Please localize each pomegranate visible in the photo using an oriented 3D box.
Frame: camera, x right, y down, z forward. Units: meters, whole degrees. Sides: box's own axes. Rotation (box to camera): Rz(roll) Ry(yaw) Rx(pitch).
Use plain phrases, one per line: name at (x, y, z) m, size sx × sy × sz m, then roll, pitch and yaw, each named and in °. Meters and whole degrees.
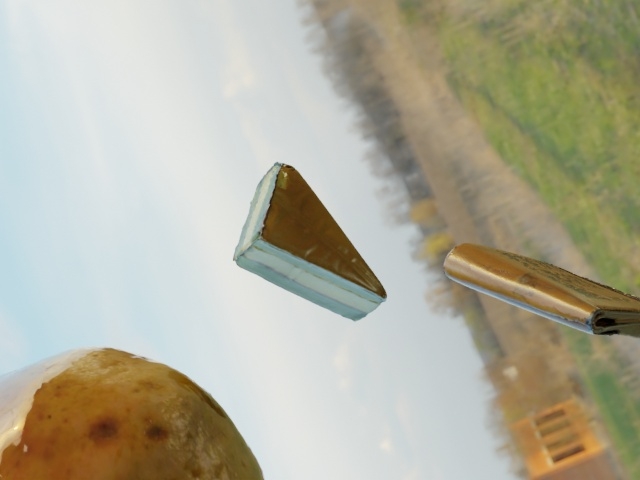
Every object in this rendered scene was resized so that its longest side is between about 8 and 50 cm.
pomegranate at (-0.198, 0.269, 1.099) m, size 0.410 × 0.410 × 0.410 m, roll -24°, pitch -90°, yaw -86°

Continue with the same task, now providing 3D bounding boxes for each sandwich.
sandwich at (0.000, 0.000, 1.390) m, size 0.163 × 0.079 × 0.113 m, roll 26°, pitch -125°, yaw -16°

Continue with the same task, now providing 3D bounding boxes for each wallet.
wallet at (0.219, 0.048, 1.131) m, size 0.161 × 0.042 × 0.195 m, roll 19°, pitch -176°, yaw 39°
